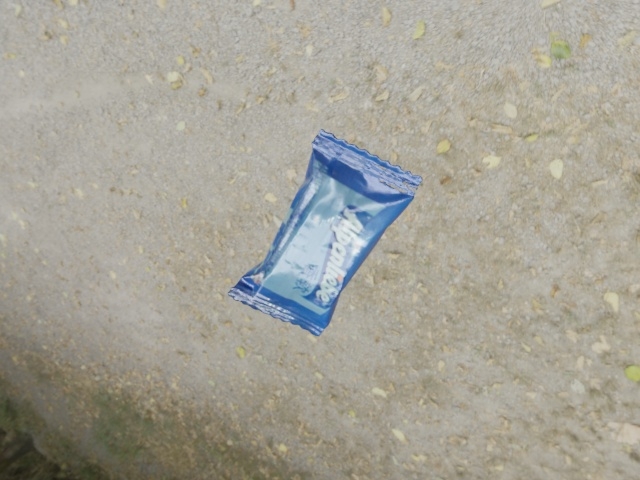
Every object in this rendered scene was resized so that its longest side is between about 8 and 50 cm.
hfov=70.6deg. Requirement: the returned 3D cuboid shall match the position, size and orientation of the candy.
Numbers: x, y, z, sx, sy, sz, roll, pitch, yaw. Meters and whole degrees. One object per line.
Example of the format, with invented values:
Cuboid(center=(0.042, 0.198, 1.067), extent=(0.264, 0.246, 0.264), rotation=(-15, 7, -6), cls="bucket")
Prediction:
Cuboid(center=(0.000, 0.000, 0.731), extent=(0.187, 0.077, 0.331), rotation=(27, 111, -9), cls="candy")
